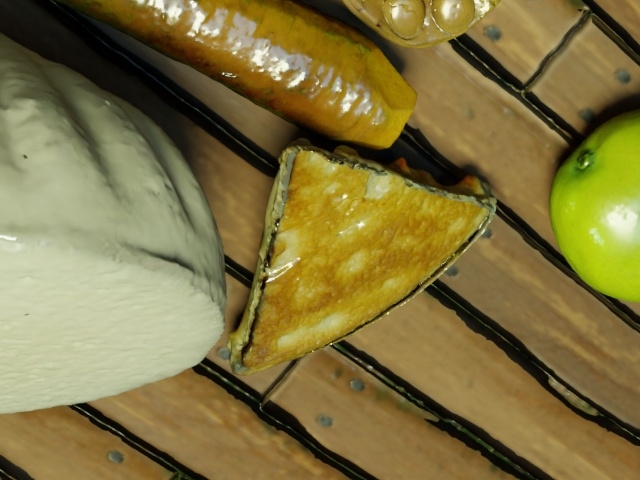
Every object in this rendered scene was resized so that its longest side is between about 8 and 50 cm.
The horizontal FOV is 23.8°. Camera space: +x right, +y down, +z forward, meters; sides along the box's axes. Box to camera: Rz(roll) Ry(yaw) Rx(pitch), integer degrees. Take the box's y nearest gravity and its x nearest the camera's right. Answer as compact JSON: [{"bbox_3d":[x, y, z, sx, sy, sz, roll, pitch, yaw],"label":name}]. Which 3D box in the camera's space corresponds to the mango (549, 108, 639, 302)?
[{"bbox_3d":[0.213,-0.025,0.906,0.163,0.089,0.117,-12,108,-22],"label":"mango"}]

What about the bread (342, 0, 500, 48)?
[{"bbox_3d":[0.058,-0.158,0.836,0.110,0.024,0.110,-5,115,-10],"label":"bread"}]

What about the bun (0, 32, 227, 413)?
[{"bbox_3d":[-0.179,-0.022,0.757,0.263,0.263,0.175,-2,70,-13],"label":"bun"}]

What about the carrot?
[{"bbox_3d":[-0.089,-0.133,0.794,0.314,0.066,0.066,26,105,-19],"label":"carrot"}]

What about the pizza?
[{"bbox_3d":[0.000,0.000,0.856,0.185,0.036,0.176,-40,141,6],"label":"pizza"}]
